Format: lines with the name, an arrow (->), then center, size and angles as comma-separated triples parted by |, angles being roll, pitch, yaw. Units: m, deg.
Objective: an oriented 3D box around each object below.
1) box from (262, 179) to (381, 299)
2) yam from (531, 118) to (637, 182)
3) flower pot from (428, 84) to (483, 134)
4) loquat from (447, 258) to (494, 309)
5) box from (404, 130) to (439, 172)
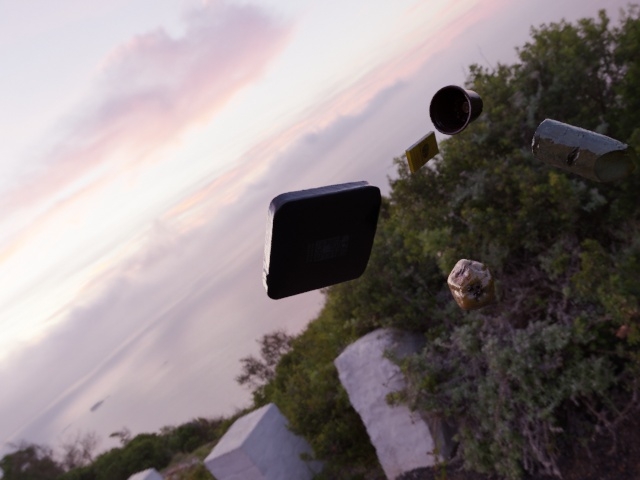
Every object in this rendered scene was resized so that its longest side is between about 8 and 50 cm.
box -> 0.000, 0.000, 1.274 | 0.289, 0.073, 0.290 | -13, -50, -26
yam -> 0.394, -0.131, 0.791 | 0.069, 0.146, 0.069 | -49, -25, -32
flower pot -> 0.319, -0.304, 1.212 | 0.089, 0.111, 0.111 | -23, -7, -43
loquat -> 0.378, 0.111, 1.313 | 0.113, 0.137, 0.137 | 2, 6, -1
box -> 0.354, -0.309, 1.830 | 0.155, 0.086, 0.023 | -39, 30, -30
